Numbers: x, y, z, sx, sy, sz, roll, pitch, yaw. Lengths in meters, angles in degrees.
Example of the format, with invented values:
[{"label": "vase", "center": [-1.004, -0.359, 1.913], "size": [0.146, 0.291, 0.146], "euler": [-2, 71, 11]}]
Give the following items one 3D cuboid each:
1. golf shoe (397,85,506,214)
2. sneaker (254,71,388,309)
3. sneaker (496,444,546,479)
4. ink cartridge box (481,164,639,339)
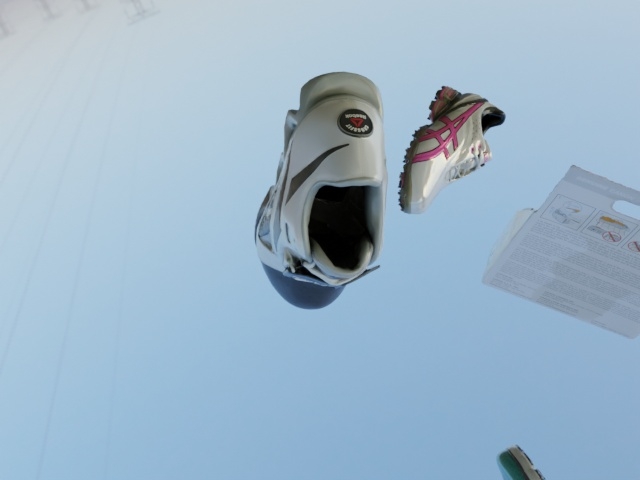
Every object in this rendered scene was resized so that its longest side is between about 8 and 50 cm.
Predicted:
[{"label": "golf shoe", "center": [0.143, -0.098, 0.942], "size": [0.086, 0.067, 0.186], "euler": [18, -124, 18]}, {"label": "sneaker", "center": [0.000, 0.000, 0.883], "size": [0.122, 0.330, 0.146], "euler": [-3, -127, -9]}, {"label": "sneaker", "center": [0.237, 0.368, 0.964], "size": [0.110, 0.107, 0.275], "euler": [-14, -112, 10]}, {"label": "ink cartridge box", "center": [0.284, 0.005, 0.851], "size": [0.181, 0.225, 0.056], "euler": [21, -124, 0]}]
